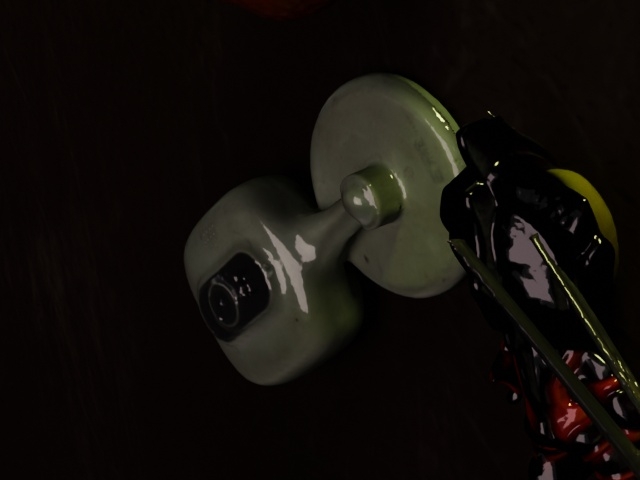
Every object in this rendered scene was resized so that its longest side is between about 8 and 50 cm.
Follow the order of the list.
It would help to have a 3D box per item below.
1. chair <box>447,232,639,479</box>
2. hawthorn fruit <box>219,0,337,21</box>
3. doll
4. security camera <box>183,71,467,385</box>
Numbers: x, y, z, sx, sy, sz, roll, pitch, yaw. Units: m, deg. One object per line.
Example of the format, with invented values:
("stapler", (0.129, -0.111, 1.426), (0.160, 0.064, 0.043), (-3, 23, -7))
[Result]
("chair", (0.211, 0.051, 0.586), (0.159, 0.172, 0.246), (-39, 73, 18))
("hawthorn fruit", (-0.031, -0.248, 0.710), (0.205, 0.205, 0.253), (50, 152, 23))
("doll", (0.134, 0.040, 0.766), (0.127, 0.088, 0.248), (-14, 107, 33))
("security camera", (0.000, 0.000, 0.920), (0.301, 0.080, 0.157), (-41, 74, 50))
